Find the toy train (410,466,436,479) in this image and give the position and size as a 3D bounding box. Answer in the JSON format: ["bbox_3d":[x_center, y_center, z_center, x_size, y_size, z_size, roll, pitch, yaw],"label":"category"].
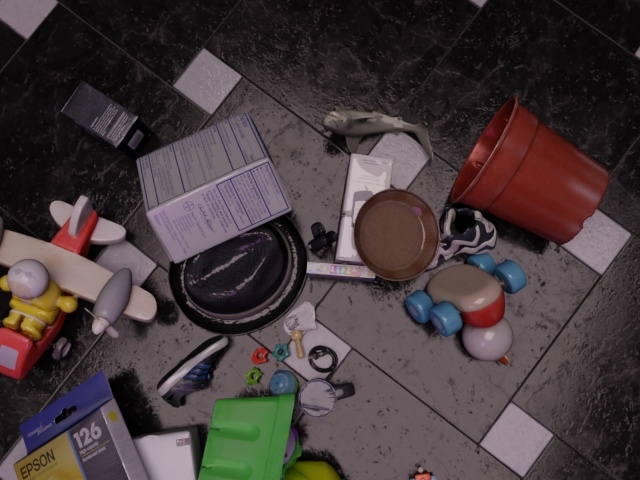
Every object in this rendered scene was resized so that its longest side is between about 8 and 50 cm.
[{"bbox_3d":[0.183,0.581,1.908,0.166,0.046,0.125,-12,81,-3],"label":"toy train"}]

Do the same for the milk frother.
[{"bbox_3d":[-0.003,0.314,1.901,0.129,0.135,0.143,-31,83,-4],"label":"milk frother"}]

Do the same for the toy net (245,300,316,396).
[{"bbox_3d":[-0.080,0.246,1.963,0.122,0.045,0.232,20,80,28],"label":"toy net"}]

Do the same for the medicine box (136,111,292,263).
[{"bbox_3d":[-0.241,-0.125,1.890,0.289,0.263,0.149,-24,125,-2],"label":"medicine box"}]

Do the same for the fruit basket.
[{"bbox_3d":[-0.078,0.530,1.794,0.392,0.283,0.392,4,64,-7],"label":"fruit basket"}]

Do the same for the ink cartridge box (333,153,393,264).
[{"bbox_3d":[0.095,-0.060,1.928,0.100,0.172,0.237,9,83,0],"label":"ink cartridge box"}]

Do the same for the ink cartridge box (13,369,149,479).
[{"bbox_3d":[-0.534,0.487,1.851,0.304,0.072,0.307,-34,75,24],"label":"ink cartridge box"}]

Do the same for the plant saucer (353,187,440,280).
[{"bbox_3d":[0.159,-0.012,1.826,0.199,0.036,0.198,1,85,-16],"label":"plant saucer"}]

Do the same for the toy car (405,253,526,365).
[{"bbox_3d":[0.352,0.184,1.909,0.219,0.210,0.238,-31,111,-16],"label":"toy car"}]

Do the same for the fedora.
[{"bbox_3d":[-0.193,0.058,1.933,0.334,0.152,0.334,0,83,2],"label":"fedora"}]

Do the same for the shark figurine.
[{"bbox_3d":[0.121,-0.251,2.008,0.278,0.166,0.116,5,108,-15],"label":"shark figurine"}]

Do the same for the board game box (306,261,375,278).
[{"bbox_3d":[0.048,0.073,1.947,0.154,0.103,0.026,5,83,2],"label":"board game box"}]

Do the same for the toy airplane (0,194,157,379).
[{"bbox_3d":[-0.597,0.073,1.883,0.386,0.272,0.384,-22,82,-1],"label":"toy airplane"}]

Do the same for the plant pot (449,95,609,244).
[{"bbox_3d":[0.473,-0.138,1.895,0.265,0.272,0.272,29,84,-2],"label":"plant pot"}]

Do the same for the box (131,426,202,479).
[{"bbox_3d":[-0.357,0.520,1.894,0.181,0.119,0.181,-9,82,1],"label":"box"}]

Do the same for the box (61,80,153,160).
[{"bbox_3d":[-0.494,-0.276,1.985,0.158,0.156,0.093,33,86,6],"label":"box"}]

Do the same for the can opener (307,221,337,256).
[{"bbox_3d":[0.000,0.000,1.920,0.059,0.186,0.073,-34,96,-6],"label":"can opener"}]

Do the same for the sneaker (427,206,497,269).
[{"bbox_3d":[0.268,-0.015,1.901,0.235,0.153,0.094,-8,58,21],"label":"sneaker"}]

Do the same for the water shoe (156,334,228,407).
[{"bbox_3d":[-0.280,0.300,1.955,0.203,0.073,0.080,-39,103,2],"label":"water shoe"}]
